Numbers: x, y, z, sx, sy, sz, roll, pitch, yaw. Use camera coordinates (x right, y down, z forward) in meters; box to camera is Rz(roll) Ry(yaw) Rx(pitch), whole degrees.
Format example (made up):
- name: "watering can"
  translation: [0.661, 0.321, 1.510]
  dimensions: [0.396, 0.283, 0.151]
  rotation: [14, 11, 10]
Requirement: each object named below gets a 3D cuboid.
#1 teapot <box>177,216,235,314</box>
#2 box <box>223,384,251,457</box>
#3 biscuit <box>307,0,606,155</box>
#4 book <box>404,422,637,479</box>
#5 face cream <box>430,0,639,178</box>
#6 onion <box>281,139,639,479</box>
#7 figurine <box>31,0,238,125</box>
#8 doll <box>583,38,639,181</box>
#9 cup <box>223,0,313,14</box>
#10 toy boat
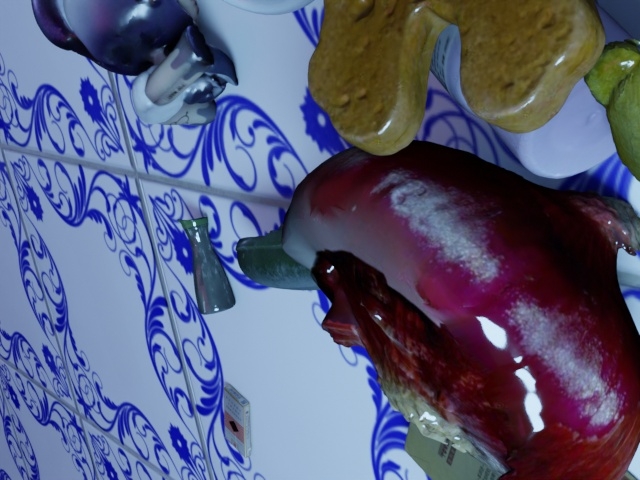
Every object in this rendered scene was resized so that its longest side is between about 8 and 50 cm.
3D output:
- name: "teapot"
  translation: [-0.128, 0.025, 1.112]
  dimensions: [0.043, 0.043, 0.110]
  rotation: [-3, 104, 57]
- name: "box"
  translation: [-0.101, 0.220, 1.218]
  dimensions: [0.046, 0.012, 0.083]
  rotation: [34, 135, 41]
- name: "biscuit"
  translation: [0.072, -0.194, 0.558]
  dimensions: [0.186, 0.044, 0.295]
  rotation: [-3, 77, 37]
- name: "book"
  translation: [0.159, 0.189, 0.792]
  dimensions: [0.231, 0.026, 0.161]
  rotation: [43, 140, 34]
- name: "face cream"
  translation: [0.094, -0.157, 0.632]
  dimensions: [0.154, 0.096, 0.274]
  rotation: [100, 149, -45]
- name: "onion"
  translation: [0.110, 0.032, 0.637]
  dimensions: [0.272, 0.195, 0.272]
  rotation: [50, 172, 10]
- name: "figurine"
  translation: [-0.186, -0.207, 0.969]
  dimensions: [0.222, 0.145, 0.145]
  rotation: [55, 146, 17]
- name: "doll"
  translation: [0.236, -0.080, 0.473]
  dimensions: [0.209, 0.097, 0.137]
  rotation: [-16, 126, 42]
- name: "cup"
  translation: [-0.115, -0.313, 0.723]
  dimensions: [0.357, 0.259, 0.274]
  rotation: [41, 152, -16]
- name: "toy boat"
  translation: [0.000, 0.000, 0.873]
  dimensions: [0.260, 0.078, 0.085]
  rotation: [-7, 79, 56]
